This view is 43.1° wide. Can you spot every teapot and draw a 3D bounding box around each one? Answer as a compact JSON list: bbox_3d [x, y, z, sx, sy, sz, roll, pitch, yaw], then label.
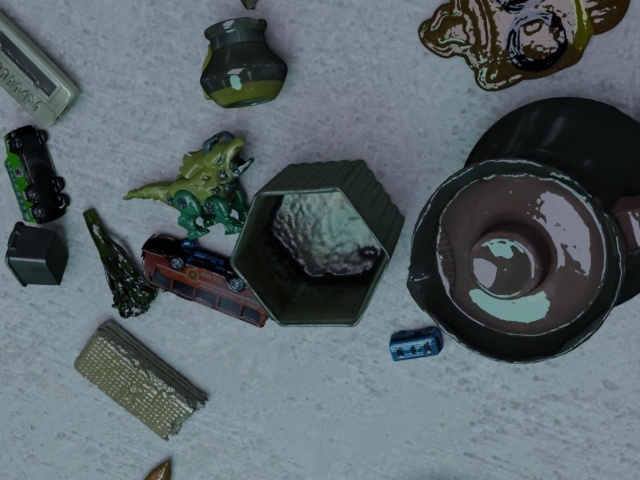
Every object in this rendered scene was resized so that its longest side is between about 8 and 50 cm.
[{"bbox_3d":[0.311,-0.020,1.003,0.376,0.362,0.305,-15,98,32],"label":"teapot"},{"bbox_3d":[-0.127,-0.259,1.205,0.166,0.130,0.119,-8,92,49],"label":"teapot"}]

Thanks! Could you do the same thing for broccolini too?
[{"bbox_3d":[-0.361,0.044,1.390,0.091,0.068,0.202,-30,99,41],"label":"broccolini"}]

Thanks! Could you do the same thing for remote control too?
[{"bbox_3d":[-0.494,-0.291,1.313,0.230,0.049,0.090,46,112,-4],"label":"remote control"}]

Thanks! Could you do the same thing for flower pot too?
[{"bbox_3d":[0.000,0.000,1.217,0.209,0.189,0.239,-34,99,22],"label":"flower pot"}]

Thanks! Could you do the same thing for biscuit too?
[{"bbox_3d":[-0.324,0.254,1.455,0.239,0.062,0.108,38,113,-2],"label":"biscuit"},{"bbox_3d":[0.275,-0.321,1.116,0.290,0.041,0.208,-16,103,18],"label":"biscuit"}]

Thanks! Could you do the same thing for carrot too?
[{"bbox_3d":[-0.333,0.494,1.544,0.072,0.072,0.205,30,107,3],"label":"carrot"}]

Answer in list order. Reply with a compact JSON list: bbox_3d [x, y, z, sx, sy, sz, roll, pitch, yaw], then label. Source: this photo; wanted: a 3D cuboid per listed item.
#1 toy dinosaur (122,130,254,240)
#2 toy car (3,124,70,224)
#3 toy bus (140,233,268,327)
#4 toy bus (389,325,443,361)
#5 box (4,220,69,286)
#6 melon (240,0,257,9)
[{"bbox_3d":[-0.205,-0.072,1.301,0.259,0.094,0.153,-18,104,27],"label":"toy dinosaur"},{"bbox_3d":[-0.486,-0.110,1.366,0.063,0.071,0.165,-4,108,30],"label":"toy car"},{"bbox_3d":[-0.186,0.064,1.351,0.235,0.073,0.096,19,119,6],"label":"toy bus"},{"bbox_3d":[0.155,0.169,1.313,0.083,0.046,0.038,-11,106,18],"label":"toy bus"},{"bbox_3d":[-0.482,0.027,1.386,0.069,0.084,0.122,6,154,1],"label":"box"},{"bbox_3d":[-0.074,-0.425,1.171,0.182,0.054,0.098,-39,111,23],"label":"melon"}]
